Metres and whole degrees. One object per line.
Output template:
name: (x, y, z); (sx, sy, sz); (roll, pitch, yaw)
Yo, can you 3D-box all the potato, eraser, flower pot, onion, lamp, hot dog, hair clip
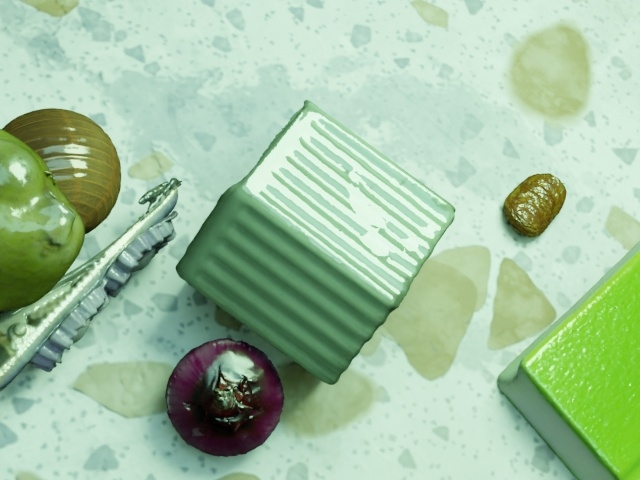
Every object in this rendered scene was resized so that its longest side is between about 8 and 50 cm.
potato: (-0.374, -0.018, 1.084); (0.351, 0.202, 0.218); (-3, 91, 14)
eraser: (0.352, 0.134, 1.316); (0.274, 0.092, 0.210); (-37, 82, -24)
flower pot: (0.000, 0.000, 1.204); (0.189, 0.209, 0.239); (38, 62, 2)
onion: (-0.090, 0.151, 1.176); (0.115, 0.104, 0.115); (1, 83, -7)
lamp: (-0.261, -0.061, 1.196); (0.136, 0.136, 0.136); (6, 67, -14)
hot dog: (0.241, -0.040, 1.386); (0.058, 0.035, 0.083); (42, 64, 4)
hair clip: (-0.225, 0.040, 1.182); (0.084, 0.106, 0.292); (46, 61, -1)
